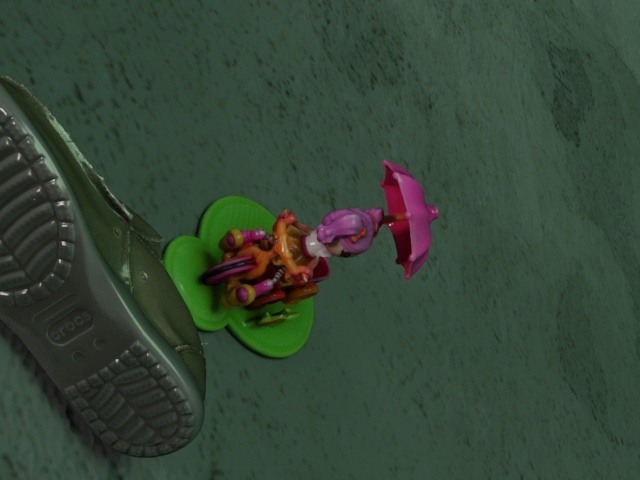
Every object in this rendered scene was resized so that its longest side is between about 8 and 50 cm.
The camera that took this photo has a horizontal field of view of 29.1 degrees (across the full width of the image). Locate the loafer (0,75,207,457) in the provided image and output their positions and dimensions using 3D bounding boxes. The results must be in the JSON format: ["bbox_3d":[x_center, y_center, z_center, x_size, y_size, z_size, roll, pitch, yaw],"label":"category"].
[{"bbox_3d":[-0.147,0.010,0.719,0.251,0.094,0.087,61,19,-16],"label":"loafer"}]

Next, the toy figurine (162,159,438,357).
[{"bbox_3d":[0.000,0.000,0.869,0.173,0.159,0.130,-3,71,-57],"label":"toy figurine"}]
